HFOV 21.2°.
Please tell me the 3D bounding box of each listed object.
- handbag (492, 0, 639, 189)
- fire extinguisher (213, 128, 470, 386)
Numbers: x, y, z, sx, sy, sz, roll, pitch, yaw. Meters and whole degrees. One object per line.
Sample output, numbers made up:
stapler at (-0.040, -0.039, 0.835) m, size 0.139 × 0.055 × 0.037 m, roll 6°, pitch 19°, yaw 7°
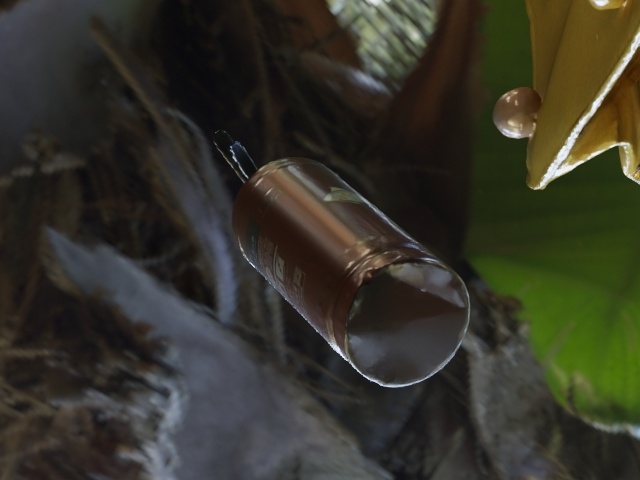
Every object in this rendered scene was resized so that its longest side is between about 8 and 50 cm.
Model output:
handbag at (0.202, -0.257, 1.192) m, size 0.133 × 0.283 × 0.401 m, roll 3°, pitch -114°, yaw -9°
fire extinguisher at (0.000, 0.000, 1.489) m, size 0.114 × 0.135 × 0.337 m, roll -37°, pitch -149°, yaw -7°
